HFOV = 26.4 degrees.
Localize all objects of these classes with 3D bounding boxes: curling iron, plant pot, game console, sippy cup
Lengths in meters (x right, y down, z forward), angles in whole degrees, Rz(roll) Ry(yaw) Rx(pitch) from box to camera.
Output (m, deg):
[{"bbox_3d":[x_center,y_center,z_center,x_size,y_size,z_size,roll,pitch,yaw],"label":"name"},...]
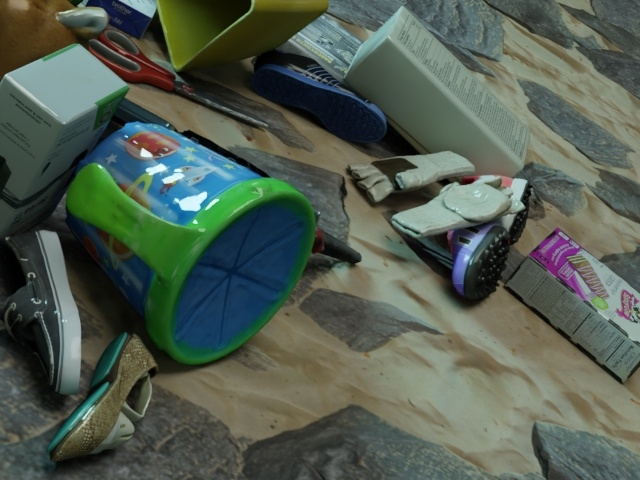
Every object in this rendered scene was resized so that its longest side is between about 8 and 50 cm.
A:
[{"bbox_3d":[0.000,0.000,1.768,0.068,0.035,0.274,13,-9,22],"label":"curling iron"},{"bbox_3d":[-0.113,-0.389,2.060,0.187,0.212,0.212,-3,72,-41],"label":"plant pot"},{"bbox_3d":[-0.189,-0.124,1.783,0.361,0.044,0.213,30,-3,18],"label":"game console"},{"bbox_3d":[-0.163,-0.014,1.554,0.240,0.305,0.224,-38,59,-25],"label":"sippy cup"}]

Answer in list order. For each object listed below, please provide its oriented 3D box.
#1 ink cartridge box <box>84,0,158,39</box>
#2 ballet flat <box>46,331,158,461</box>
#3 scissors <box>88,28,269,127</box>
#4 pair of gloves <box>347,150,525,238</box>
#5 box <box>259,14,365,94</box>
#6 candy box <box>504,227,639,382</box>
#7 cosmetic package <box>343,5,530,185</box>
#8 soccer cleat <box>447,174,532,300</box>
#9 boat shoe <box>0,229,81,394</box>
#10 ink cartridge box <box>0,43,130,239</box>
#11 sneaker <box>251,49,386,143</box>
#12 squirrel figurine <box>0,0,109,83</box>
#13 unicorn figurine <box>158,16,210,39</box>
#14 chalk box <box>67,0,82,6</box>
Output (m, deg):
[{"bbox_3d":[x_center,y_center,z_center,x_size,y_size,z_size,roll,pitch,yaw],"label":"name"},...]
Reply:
[{"bbox_3d":[-0.296,-0.395,2.133,0.097,0.046,0.207,28,30,-13],"label":"ink cartridge box"},{"bbox_3d":[-0.210,0.167,1.381,0.067,0.073,0.206,44,32,-12],"label":"ballet flat"},{"bbox_3d":[-0.214,-0.222,1.994,0.297,0.021,0.109,32,27,-6],"label":"scissors"},{"bbox_3d":[0.173,-0.079,2.043,0.204,0.042,0.240,-12,30,-23],"label":"pair of gloves"},{"bbox_3d":[-0.011,-0.323,2.298,0.231,0.056,0.183,34,31,-1],"label":"box"},{"bbox_3d":[0.413,0.095,2.091,0.233,0.071,0.159,40,30,10],"label":"candy box"},{"bbox_3d":[0.196,-0.221,2.234,0.309,0.113,0.160,42,29,-9],"label":"cosmetic package"},{"bbox_3d":[0.233,-0.009,2.060,0.117,0.108,0.318,13,32,15],"label":"soccer cleat"},{"bbox_3d":[-0.300,0.072,1.426,0.076,0.080,0.228,-1,45,-21],"label":"boat shoe"},{"bbox_3d":[-0.323,-0.100,1.517,0.087,0.208,0.153,39,31,3],"label":"ink cartridge box"},{"bbox_3d":[0.004,-0.238,2.163,0.232,0.081,0.090,26,38,-11],"label":"sneaker"},{"bbox_3d":[-0.429,-0.337,1.610,0.370,0.281,0.396,23,68,-32],"label":"squirrel figurine"},{"bbox_3d":[-0.209,-0.365,2.158,0.111,0.060,0.162,38,27,-5],"label":"unicorn figurine"},{"bbox_3d":[-0.438,-0.416,1.890,0.180,0.179,0.289,37,29,5],"label":"chalk box"}]
